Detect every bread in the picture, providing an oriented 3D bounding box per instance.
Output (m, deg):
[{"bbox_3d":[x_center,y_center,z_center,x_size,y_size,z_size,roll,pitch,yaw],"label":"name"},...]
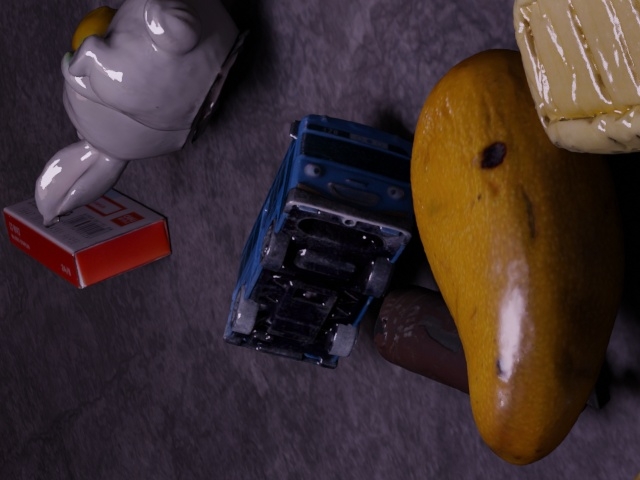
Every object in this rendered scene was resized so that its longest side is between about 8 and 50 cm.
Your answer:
[{"bbox_3d":[0.217,-0.129,0.960,0.236,0.106,0.140,-10,94,62],"label":"bread"}]

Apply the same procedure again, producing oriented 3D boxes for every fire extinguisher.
[{"bbox_3d":[0.135,0.086,1.252,0.267,0.072,0.089,18,142,57],"label":"fire extinguisher"}]

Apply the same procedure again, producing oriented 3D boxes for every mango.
[{"bbox_3d":[0.141,0.002,1.108,0.177,0.120,0.295,113,150,-56],"label":"mango"}]

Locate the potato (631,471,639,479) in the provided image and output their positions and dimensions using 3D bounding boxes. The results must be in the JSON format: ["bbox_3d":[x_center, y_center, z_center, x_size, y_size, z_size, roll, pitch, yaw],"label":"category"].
[{"bbox_3d":[0.256,0.247,1.058,0.173,0.140,0.300,56,152,37],"label":"potato"}]

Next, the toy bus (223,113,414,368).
[{"bbox_3d":[0.000,0.000,1.386,0.234,0.116,0.134,118,166,-54],"label":"toy bus"}]

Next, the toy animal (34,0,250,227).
[{"bbox_3d":[-0.178,-0.145,1.571,0.154,0.208,0.325,30,133,-3],"label":"toy animal"}]

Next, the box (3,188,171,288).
[{"bbox_3d":[-0.279,-0.013,1.907,0.229,0.123,0.050,24,130,54],"label":"box"}]
